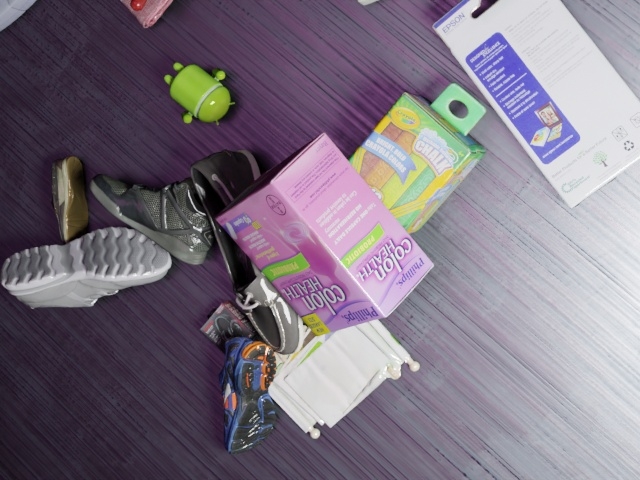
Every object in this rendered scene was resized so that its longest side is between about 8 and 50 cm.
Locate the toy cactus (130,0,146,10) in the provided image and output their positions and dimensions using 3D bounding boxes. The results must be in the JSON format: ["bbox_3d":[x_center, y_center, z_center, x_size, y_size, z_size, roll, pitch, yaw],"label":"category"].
[{"bbox_3d":[-0.280,-0.484,1.591,0.180,0.112,0.219,-30,80,3],"label":"toy cactus"}]

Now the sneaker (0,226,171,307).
[{"bbox_3d":[-0.382,0.054,1.710,0.281,0.115,0.105,-6,54,7],"label":"sneaker"}]

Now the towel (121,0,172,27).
[{"bbox_3d":[-0.310,-0.542,1.657,0.237,0.037,0.329,-45,78,19],"label":"towel"}]

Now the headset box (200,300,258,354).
[{"bbox_3d":[-0.149,0.143,1.658,0.083,0.032,0.062,44,107,9],"label":"headset box"}]

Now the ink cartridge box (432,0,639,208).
[{"bbox_3d":[0.323,-0.224,1.446,0.165,0.065,0.332,-37,84,18],"label":"ink cartridge box"}]

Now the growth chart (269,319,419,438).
[{"bbox_3d":[0.016,0.198,1.611,0.237,0.021,0.172,-39,81,18],"label":"growth chart"}]

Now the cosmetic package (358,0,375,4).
[{"bbox_3d":[0.071,-0.418,1.528,0.060,0.041,0.115,-18,88,19],"label":"cosmetic package"}]

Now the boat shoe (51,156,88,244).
[{"bbox_3d":[-0.429,-0.065,1.731,0.049,0.056,0.152,0,89,28],"label":"boat shoe"}]

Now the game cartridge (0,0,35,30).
[{"bbox_3d":[-0.619,-0.442,1.763,0.297,0.062,0.198,-23,83,19],"label":"game cartridge"}]

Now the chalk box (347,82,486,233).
[{"bbox_3d":[0.146,-0.127,1.479,0.132,0.132,0.213,42,106,11],"label":"chalk box"}]

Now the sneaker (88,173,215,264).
[{"bbox_3d":[-0.260,-0.070,1.653,0.227,0.087,0.130,31,102,11],"label":"sneaker"}]

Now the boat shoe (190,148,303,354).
[{"bbox_3d":[-0.121,0.024,1.584,0.112,0.095,0.335,-22,83,55],"label":"boat shoe"}]

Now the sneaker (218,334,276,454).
[{"bbox_3d":[-0.122,0.245,1.631,0.087,0.083,0.221,36,124,45],"label":"sneaker"}]

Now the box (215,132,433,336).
[{"bbox_3d":[0.000,0.000,1.460,0.243,0.117,0.213,49,152,-9],"label":"box"}]

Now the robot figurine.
[{"bbox_3d":[-0.192,-0.233,1.622,0.115,0.067,0.101,38,94,12],"label":"robot figurine"}]

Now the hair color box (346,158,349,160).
[{"bbox_3d":[-0.015,-0.077,1.587,0.141,0.043,0.072,-12,91,19],"label":"hair color box"}]
